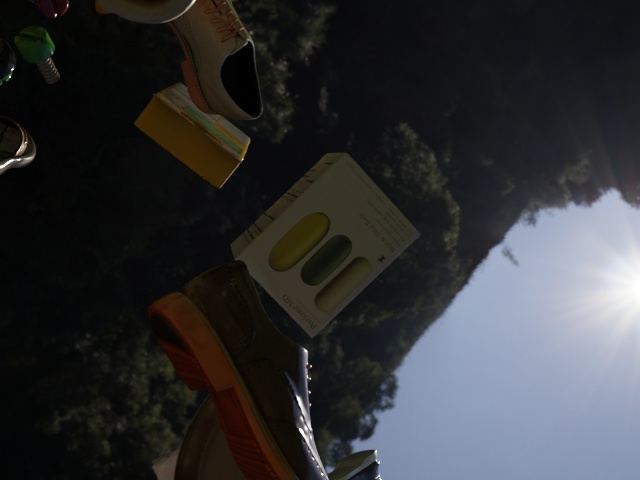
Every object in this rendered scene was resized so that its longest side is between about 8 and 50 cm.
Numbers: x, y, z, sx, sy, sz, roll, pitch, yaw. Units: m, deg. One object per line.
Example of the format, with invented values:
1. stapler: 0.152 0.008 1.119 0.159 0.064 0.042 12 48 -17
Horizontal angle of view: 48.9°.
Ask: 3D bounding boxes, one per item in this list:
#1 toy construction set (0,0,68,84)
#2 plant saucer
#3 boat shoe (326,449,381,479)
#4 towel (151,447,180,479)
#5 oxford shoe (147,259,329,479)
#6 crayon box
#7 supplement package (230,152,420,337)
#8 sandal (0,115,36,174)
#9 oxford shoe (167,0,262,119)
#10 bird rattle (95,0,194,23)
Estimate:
1. toy construction set: -0.429 -0.344 0.763 0.258 0.237 0.308 -7 -124 3
2. plant saucer: -0.141 0.369 1.237 0.311 0.050 0.310 -31 -140 31
3. boat shoe: 0.047 0.552 1.557 0.114 0.091 0.303 -22 173 39
4. towel: -0.205 0.599 1.717 0.332 0.316 0.053 -24 -172 -21
5. oxford shoe: -0.046 0.192 0.808 0.133 0.363 0.130 -36 -163 -30
6. crayon box: -0.253 -0.217 1.427 0.083 0.203 0.323 -50 -168 10
7. supplement package: 0.000 0.000 1.286 0.263 0.199 0.198 -44 -169 -2
8. sandal: -0.451 -0.141 0.975 0.219 0.090 0.060 -102 -145 -74
9. oxford shoe: -0.183 -0.388 1.213 0.147 0.396 0.140 25 -123 38
10. bird rattle: -0.240 -0.417 1.003 0.254 0.206 0.143 -3 -156 -16
